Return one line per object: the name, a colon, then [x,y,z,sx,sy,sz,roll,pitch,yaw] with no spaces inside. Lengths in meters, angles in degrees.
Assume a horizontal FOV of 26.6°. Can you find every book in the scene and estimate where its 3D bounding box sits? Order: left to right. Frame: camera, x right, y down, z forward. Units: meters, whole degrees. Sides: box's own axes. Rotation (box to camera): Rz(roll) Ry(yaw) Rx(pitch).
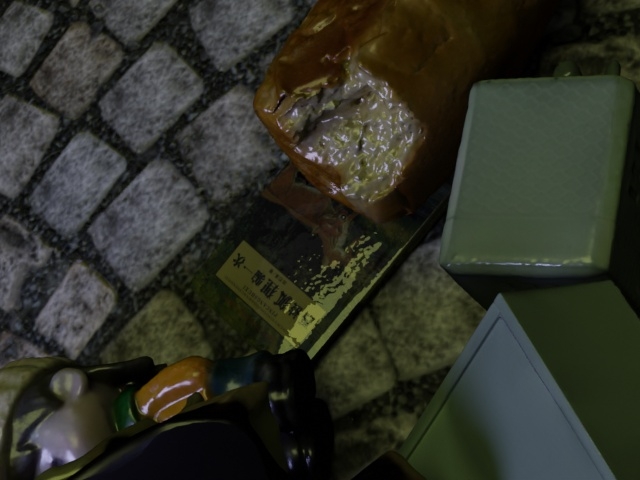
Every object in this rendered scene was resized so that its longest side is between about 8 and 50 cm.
book: [0.000,0.000,1.247,0.228,0.024,0.160,-49,57,0]

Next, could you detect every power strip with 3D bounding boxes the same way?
power strip: [0.197,-0.056,1.095,0.139,0.140,0.224,1,70,30]

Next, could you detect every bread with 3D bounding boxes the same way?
bread: [0.101,-0.180,1.159,0.148,0.195,0.344,25,76,35]

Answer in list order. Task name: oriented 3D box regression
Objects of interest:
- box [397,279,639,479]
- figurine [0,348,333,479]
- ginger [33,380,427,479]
box: [0.177,0.185,0.949,0.225,0.117,0.225,62,142,34]
figurine: [-0.159,0.173,1.185,0.332,0.185,0.204,-19,26,0]
ginger: [-0.102,0.269,1.039,0.358,0.211,0.413,33,106,-8]
